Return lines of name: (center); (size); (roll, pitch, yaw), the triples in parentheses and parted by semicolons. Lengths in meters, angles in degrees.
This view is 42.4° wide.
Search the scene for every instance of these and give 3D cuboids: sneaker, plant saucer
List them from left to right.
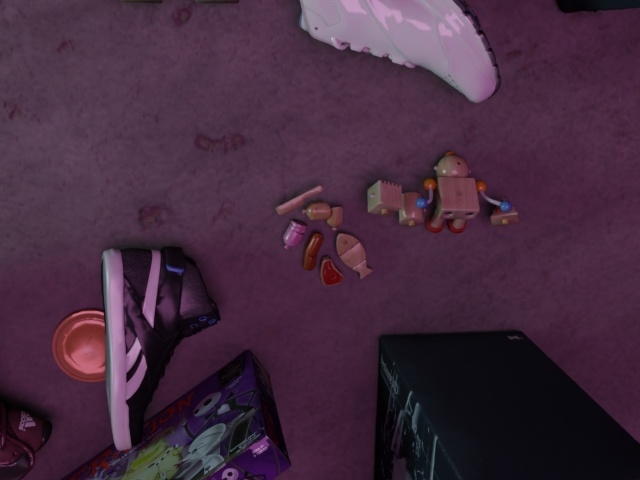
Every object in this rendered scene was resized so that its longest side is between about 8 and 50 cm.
sneaker: (-0.355, 0.154, 0.854); (0.162, 0.106, 0.281); (11, 112, -16)
plant saucer: (-0.249, 0.115, 0.896); (0.083, 0.013, 0.084); (-2, 104, -9)
sneaker: (-0.164, 0.114, 0.869); (0.121, 0.079, 0.217); (-3, 103, -18)
sneaker: (0.056, -0.235, 0.823); (0.297, 0.111, 0.129); (40, 107, -9)

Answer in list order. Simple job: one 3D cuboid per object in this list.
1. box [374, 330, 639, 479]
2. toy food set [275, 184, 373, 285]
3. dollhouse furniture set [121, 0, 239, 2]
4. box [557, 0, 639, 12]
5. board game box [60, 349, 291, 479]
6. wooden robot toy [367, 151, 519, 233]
box: (0.170, 0.295, 0.836); (0.178, 0.343, 0.313); (0, 103, -8)
toy food set: (0.000, 0.000, 0.905); (0.078, 0.019, 0.122); (-27, 114, -1)
dollhouse furniture set: (-0.181, -0.351, 0.711); (0.259, 0.135, 0.262); (1, 97, -3)
box: (0.307, -0.450, 0.604); (0.297, 0.472, 0.480); (-31, 107, 0)
board game box: (-0.194, 0.262, 0.842); (0.346, 0.208, 0.056); (-35, 103, 0)
wooden robot toy: (0.134, -0.056, 0.899); (0.173, 0.076, 0.079); (2, 68, -9)
